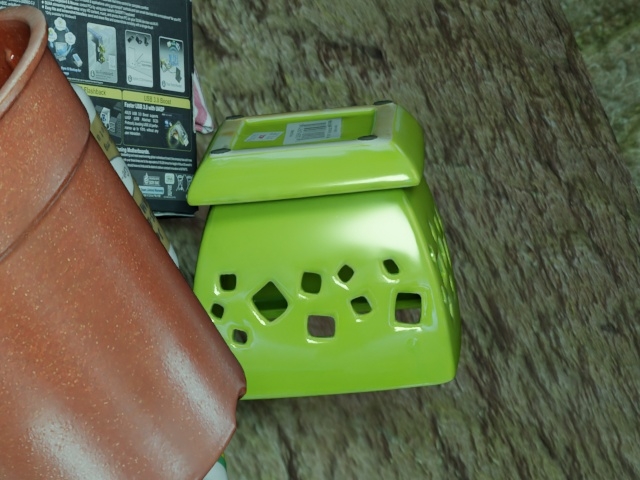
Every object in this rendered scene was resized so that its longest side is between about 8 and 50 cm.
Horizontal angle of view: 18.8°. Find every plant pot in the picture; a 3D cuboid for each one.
[{"bbox_3d":[-0.198,0.046,1.165,0.265,0.272,0.272,53,27,-24],"label":"plant pot"},{"bbox_3d":[0.000,0.000,1.674,0.228,0.227,0.207,-76,160,-74],"label":"plant pot"}]

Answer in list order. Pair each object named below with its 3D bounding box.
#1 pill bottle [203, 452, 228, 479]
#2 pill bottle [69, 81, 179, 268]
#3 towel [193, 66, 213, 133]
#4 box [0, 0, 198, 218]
[{"bbox_3d":[-0.143,0.116,1.532,0.117,0.118,0.208,30,40,-48],"label":"pill bottle"},{"bbox_3d":[-0.176,0.013,1.386,0.229,0.131,0.131,63,24,-23],"label":"pill bottle"},{"bbox_3d":[-0.175,-0.187,1.870,0.197,0.029,0.144,17,51,-56],"label":"towel"},{"bbox_3d":[-0.240,-0.176,1.546,0.395,0.097,0.318,-1,89,-61],"label":"box"}]
